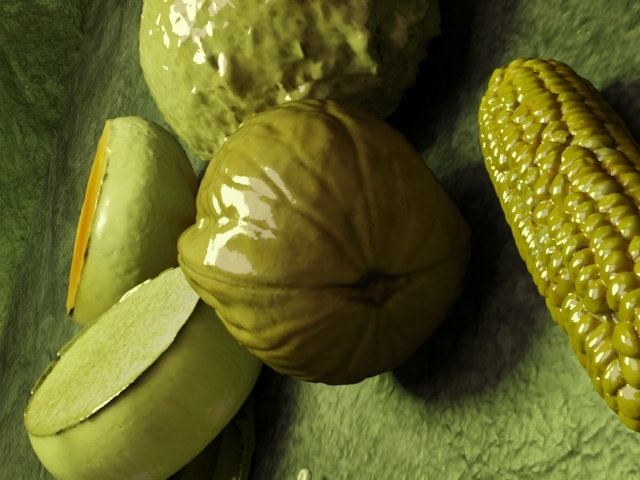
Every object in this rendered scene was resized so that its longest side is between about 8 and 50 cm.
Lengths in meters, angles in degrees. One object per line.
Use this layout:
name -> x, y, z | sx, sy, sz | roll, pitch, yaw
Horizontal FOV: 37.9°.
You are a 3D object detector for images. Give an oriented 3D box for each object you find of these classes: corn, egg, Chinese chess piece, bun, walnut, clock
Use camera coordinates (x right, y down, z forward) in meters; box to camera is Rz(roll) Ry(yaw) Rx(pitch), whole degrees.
corn -> 0.160, -0.012, 0.539 | 0.102, 0.102, 0.313 | -58, 24, 26
egg -> -0.037, -0.192, 0.877 | 0.310, 0.279, 0.279 | -17, 57, 51
Chinese chess piece -> -0.184, 0.143, 0.982 | 0.270, 0.112, 0.270 | -34, 21, 15
bun -> -0.239, -0.017, 1.263 | 0.299, 0.165, 0.298 | -167, 90, -71
walnut -> 0.000, 0.000, 0.724 | 0.228, 0.228, 0.228 | -44, 36, 44
clock -> -0.146, 0.243, 1.021 | 0.237, 0.057, 0.237 | -45, 35, 44

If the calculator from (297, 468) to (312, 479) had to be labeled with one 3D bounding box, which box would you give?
calculator -> -0.024, 0.278, 0.774 | 0.100, 0.032, 0.174 | -28, 48, 55
